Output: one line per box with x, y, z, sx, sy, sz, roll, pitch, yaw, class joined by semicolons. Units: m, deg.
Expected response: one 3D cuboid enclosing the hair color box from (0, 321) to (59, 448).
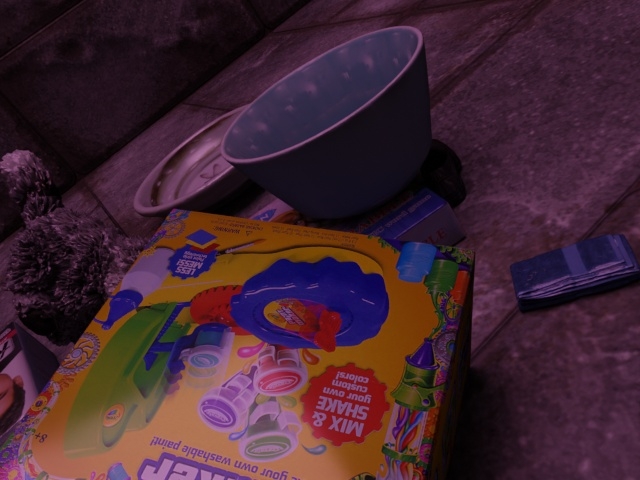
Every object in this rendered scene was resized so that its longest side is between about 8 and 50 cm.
-0.519;0.285;0.916;0.185;0.113;0.375;-45;32;-17;hair color box

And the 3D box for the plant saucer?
-0.242;-0.167;1.297;0.401;0.100;0.400;-25;32;17;plant saucer

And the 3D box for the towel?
0.257;0.030;0.578;0.120;0.029;0.067;-21;32;24;towel

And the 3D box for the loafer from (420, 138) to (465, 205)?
0.176;-0.118;0.840;0.062;0.061;0.170;-28;30;15;loafer

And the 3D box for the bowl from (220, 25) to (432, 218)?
0.031;-0.146;0.794;0.312;0.163;0.311;-24;30;15;bowl

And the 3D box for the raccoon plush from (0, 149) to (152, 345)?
-0.384;-0.025;0.971;0.299;0.446;0.216;-28;-3;11;raccoon plush

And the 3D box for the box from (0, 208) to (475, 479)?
-0.040;0.143;0.470;0.290;0.177;0.279;8;49;19;box

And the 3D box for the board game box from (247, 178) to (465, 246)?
0.000;0.000;0.844;0.319;0.065;0.318;-35;29;-1;board game box
